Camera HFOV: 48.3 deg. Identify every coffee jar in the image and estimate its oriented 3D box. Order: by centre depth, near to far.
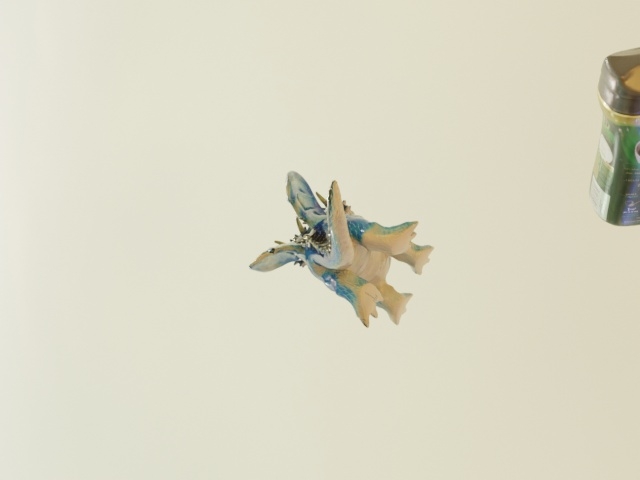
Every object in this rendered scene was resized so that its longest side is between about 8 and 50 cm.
[{"bbox_3d":[0.320,-0.103,0.702,0.096,0.184,0.079,-10,-135,6],"label":"coffee jar"}]

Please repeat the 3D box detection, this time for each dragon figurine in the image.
[{"bbox_3d":[0.000,0.000,0.562,0.144,0.289,0.085,24,-87,21],"label":"dragon figurine"}]
